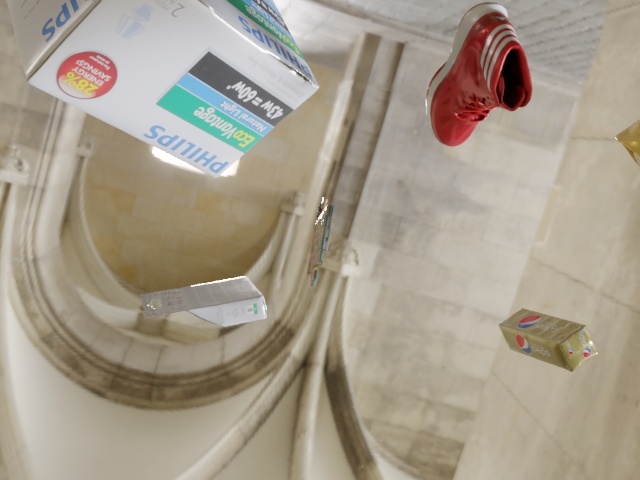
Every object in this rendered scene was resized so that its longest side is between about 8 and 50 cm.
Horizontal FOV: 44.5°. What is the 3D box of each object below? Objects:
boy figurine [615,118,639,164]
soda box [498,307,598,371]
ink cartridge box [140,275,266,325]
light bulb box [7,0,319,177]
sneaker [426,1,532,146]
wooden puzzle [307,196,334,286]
[{"bbox_3d":[0.422,-0.023,0.914,0.092,0.285,0.177,-21,164,29],"label":"boy figurine"},{"bbox_3d":[0.390,0.169,1.356,0.061,0.058,0.181,-31,-167,-15],"label":"soda box"},{"bbox_3d":[-0.233,0.129,1.540,0.224,0.056,0.181,-12,-167,-13],"label":"ink cartridge box"},{"bbox_3d":[-0.238,-0.339,1.121,0.358,0.225,0.361,26,-148,-51],"label":"light bulb box"},{"bbox_3d":[0.203,-0.183,1.022,0.086,0.221,0.128,-5,-131,-11],"label":"sneaker"},{"bbox_3d":[0.000,0.000,0.663,0.006,0.083,0.049,12,160,-10],"label":"wooden puzzle"}]
